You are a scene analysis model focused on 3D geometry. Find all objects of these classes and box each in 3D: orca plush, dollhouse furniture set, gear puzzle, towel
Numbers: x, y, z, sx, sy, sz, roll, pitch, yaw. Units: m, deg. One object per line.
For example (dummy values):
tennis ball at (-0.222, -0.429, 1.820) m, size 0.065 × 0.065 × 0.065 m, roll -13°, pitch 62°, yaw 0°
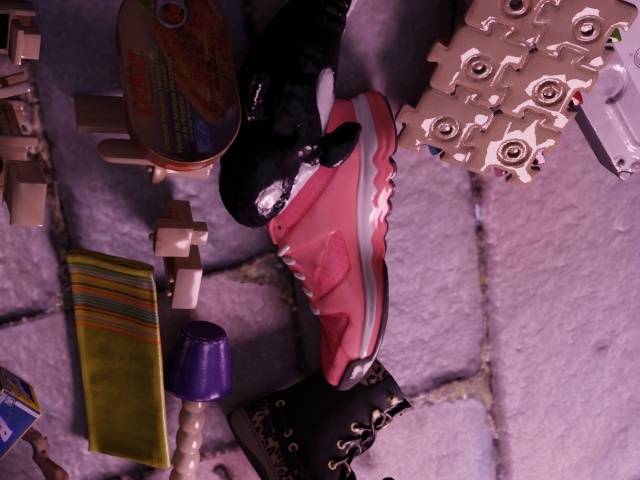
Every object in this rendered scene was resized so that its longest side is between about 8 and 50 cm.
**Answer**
orca plush at (-0.025, -0.148, 1.453) m, size 0.151 × 0.102 × 0.287 m, roll 40°, pitch 99°, yaw 15°
dollhouse furniture set at (-0.303, -0.122, 1.362) m, size 0.101 × 0.182 × 0.160 m, roll 2°, pitch 113°, yaw -19°
gear puzzle at (0.207, -0.209, 1.515) m, size 0.176 × 0.044 × 0.339 m, roll 17°, pitch 126°, yaw -15°
dollhouse furniture set at (-0.179, -0.037, 1.480) m, size 0.123 × 0.144 × 0.151 m, roll 2°, pitch 127°, yaw -15°
towel at (-0.206, 0.123, 1.561) m, size 0.021 × 0.102 × 0.237 m, roll -39°, pitch 134°, yaw -52°

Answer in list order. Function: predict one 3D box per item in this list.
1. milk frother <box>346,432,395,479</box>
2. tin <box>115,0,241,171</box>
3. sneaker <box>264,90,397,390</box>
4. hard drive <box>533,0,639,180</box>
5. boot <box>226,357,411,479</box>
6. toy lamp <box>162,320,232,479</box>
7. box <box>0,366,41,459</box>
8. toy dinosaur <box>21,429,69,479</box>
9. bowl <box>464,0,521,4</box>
milk frother at (0.029, 0.277, 1.680) m, size 0.129 × 0.135 × 0.143 m, roll -29°, pitch 119°, yaw -6°
tin at (-0.135, -0.155, 1.427) m, size 0.106 × 0.040 × 0.189 m, roll -2°, pitch 72°, yaw -20°
sneaker at (0.000, -0.001, 1.574) m, size 0.136 × 0.116 × 0.313 m, roll 1°, pitch 103°, yaw -6°
hard drive at (0.396, -0.251, 1.611) m, size 0.339 × 0.064 × 0.237 m, roll -35°, pitch 119°, yaw 0°
boot at (0.027, 0.224, 1.612) m, size 0.179 × 0.236 × 0.085 m, roll -34°, pitch 146°, yaw -7°
toy lamp at (-0.143, 0.217, 1.628) m, size 0.080 × 0.080 × 0.274 m, roll 2°, pitch 111°, yaw -20°
box at (-0.362, 0.210, 1.560) m, size 0.054 × 0.059 × 0.169 m, roll 38°, pitch 97°, yaw -31°
toy dinosaur at (-0.261, 0.334, 1.584) m, size 0.296 × 0.127 × 0.200 m, roll 21°, pitch 108°, yaw -2°
bowl at (0.176, -0.302, 1.518) m, size 0.142 × 0.053 × 0.142 m, roll 35°, pitch 99°, yaw -27°
